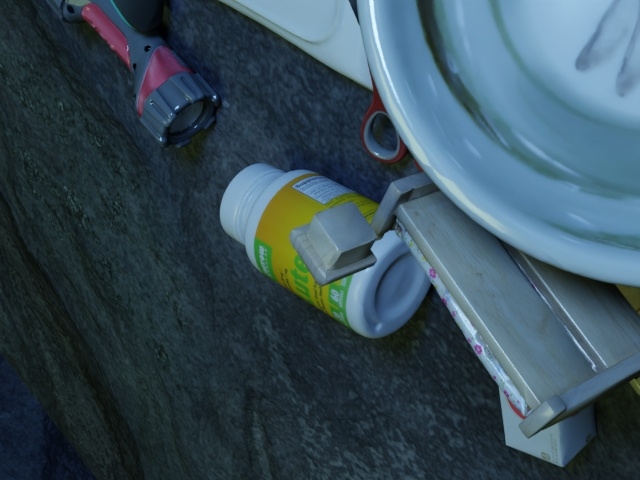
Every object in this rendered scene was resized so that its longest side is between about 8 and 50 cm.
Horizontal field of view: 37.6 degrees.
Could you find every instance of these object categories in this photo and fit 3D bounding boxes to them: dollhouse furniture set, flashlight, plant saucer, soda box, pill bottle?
[{"bbox_3d":[0.181,0.095,0.721,0.303,0.356,0.173,58,147,23],"label":"dollhouse furniture set"},{"bbox_3d":[-0.263,-0.257,1.253,0.304,0.103,0.103,46,146,16],"label":"flashlight"},{"bbox_3d":[0.227,-0.171,0.601,0.401,0.100,0.400,1,95,13],"label":"plant saucer"},{"bbox_3d":[0.225,0.117,0.950,0.074,0.069,0.216,16,127,45],"label":"soda box"},{"bbox_3d":[0.000,0.000,1.081,0.246,0.136,0.136,29,135,36],"label":"pill bottle"}]

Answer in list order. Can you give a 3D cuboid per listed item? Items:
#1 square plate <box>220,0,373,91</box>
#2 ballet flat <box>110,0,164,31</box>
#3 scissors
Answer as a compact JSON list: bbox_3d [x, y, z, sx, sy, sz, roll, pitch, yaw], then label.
[{"bbox_3d":[-0.053,-0.364,0.961,0.347,0.049,0.344,36,139,30],"label":"square plate"},{"bbox_3d":[-0.238,-0.394,1.134,0.096,0.095,0.280,-7,110,40],"label":"ballet flat"},{"bbox_3d":[0.067,-0.193,0.921,0.109,0.021,0.297,10,129,34],"label":"scissors"}]
